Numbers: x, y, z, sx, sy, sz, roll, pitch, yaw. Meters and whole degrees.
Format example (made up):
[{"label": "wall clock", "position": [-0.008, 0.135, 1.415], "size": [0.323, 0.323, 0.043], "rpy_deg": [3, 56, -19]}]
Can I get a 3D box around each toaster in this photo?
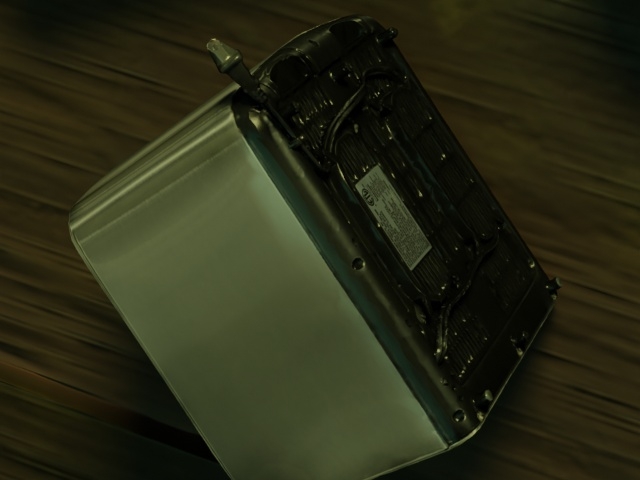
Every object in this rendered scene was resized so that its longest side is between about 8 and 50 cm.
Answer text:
[{"label": "toaster", "position": [0.000, 0.000, 0.775], "size": [0.110, 0.168, 0.185], "rpy_deg": [-31, 97, 25]}]
